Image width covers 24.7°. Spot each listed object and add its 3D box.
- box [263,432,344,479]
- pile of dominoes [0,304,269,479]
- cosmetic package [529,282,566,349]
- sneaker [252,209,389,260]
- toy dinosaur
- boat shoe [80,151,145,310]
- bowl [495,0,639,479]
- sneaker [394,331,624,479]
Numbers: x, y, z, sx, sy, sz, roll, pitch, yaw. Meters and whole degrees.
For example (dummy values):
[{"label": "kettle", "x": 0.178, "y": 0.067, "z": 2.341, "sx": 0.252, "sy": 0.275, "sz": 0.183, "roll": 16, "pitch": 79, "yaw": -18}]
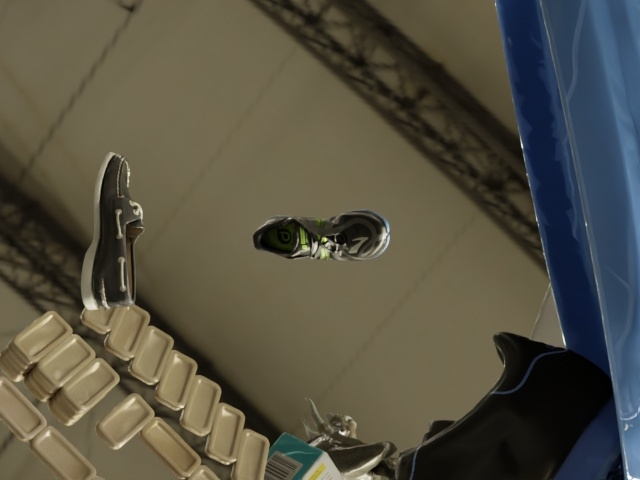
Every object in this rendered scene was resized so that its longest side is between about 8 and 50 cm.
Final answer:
[{"label": "box", "x": 0.001, "y": 0.305, "z": 1.454, "sx": 0.060, "sy": 0.244, "sz": 0.100, "roll": 21, "pitch": -120, "yaw": 42}, {"label": "pile of dominoes", "x": -0.168, "y": 0.167, "z": 1.280, "sx": 0.251, "sy": 0.196, "sz": 0.040, "roll": 46, "pitch": -49, "yaw": 2}, {"label": "cosmetic package", "x": 0.347, "y": 0.285, "z": 1.529, "sx": 0.329, "sy": 0.327, "sz": 0.394, "roll": 17, "pitch": -107, "yaw": 18}, {"label": "sneaker", "x": 0.000, "y": 0.000, "z": 1.840, "sx": 0.188, "sy": 0.078, "sz": 0.067, "roll": -1, "pitch": -78, "yaw": 25}, {"label": "toy dinosaur", "x": 0.035, "y": 0.277, "z": 1.740, "sx": 0.313, "sy": 0.160, "sz": 0.121, "roll": 55, "pitch": 53, "yaw": -87}, {"label": "boat shoe", "x": -0.148, "y": -0.008, "z": 1.075, "sx": 0.038, "sy": 0.046, "sz": 0.125, "roll": 0, "pitch": -119, "yaw": 9}, {"label": "bowl", "x": 0.147, "y": -0.052, "z": 0.735, "sx": 0.077, "sy": 0.391, "sz": 0.391, "roll": -11, "pitch": -118, "yaw": 5}, {"label": "sneaker", "x": 0.063, "y": 0.151, "z": 0.706, "sx": 0.090, "sy": 0.081, "sz": 0.232, "roll": 32, "pitch": -105, "yaw": 23}]
